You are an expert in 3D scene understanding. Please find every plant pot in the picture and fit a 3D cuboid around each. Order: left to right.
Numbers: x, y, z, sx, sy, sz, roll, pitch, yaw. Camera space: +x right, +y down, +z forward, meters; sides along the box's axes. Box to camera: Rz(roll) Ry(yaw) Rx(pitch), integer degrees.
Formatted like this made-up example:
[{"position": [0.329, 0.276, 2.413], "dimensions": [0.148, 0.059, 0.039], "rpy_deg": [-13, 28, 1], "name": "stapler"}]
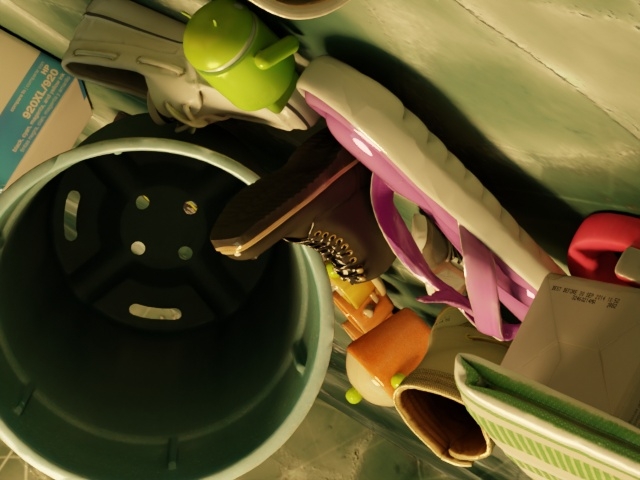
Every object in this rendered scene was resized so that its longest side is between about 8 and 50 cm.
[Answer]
[{"position": [-0.161, 0.028, 1.694], "dimensions": [0.341, 0.341, 0.334], "rpy_deg": [32, -167, -10], "name": "plant pot"}]

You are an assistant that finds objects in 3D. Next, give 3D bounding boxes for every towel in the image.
[{"position": [0.241, 0.187, 1.306], "dimensions": [0.248, 0.038, 0.325], "rpy_deg": [21, 167, 29], "name": "towel"}]

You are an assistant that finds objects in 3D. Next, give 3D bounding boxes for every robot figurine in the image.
[{"position": [-0.066, -0.150, 1.407], "dimensions": [0.101, 0.067, 0.115], "rpy_deg": [18, 163, 45], "name": "robot figurine"}]

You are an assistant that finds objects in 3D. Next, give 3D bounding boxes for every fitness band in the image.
[{"position": [0.330, 0.064, 1.389], "dimensions": [0.291, 0.054, 0.209], "rpy_deg": [26, 171, 25], "name": "fitness band"}]

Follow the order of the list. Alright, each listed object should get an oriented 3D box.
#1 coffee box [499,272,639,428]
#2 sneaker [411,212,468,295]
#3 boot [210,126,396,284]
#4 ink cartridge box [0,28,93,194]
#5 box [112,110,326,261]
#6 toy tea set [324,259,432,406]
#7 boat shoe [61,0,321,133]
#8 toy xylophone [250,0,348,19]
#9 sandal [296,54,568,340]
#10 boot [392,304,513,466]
[{"position": [0.307, 0.153, 1.397], "dimensions": [0.297, 0.119, 0.168], "rpy_deg": [33, 169, -27], "name": "coffee box"}, {"position": [0.129, 0.014, 1.711], "dimensions": [0.065, 0.061, 0.158], "rpy_deg": [-2, 159, 16], "name": "sneaker"}, {"position": [0.000, 0.000, 1.478], "dimensions": [0.077, 0.198, 0.137], "rpy_deg": [2, 121, 44], "name": "boot"}, {"position": [-0.412, -0.159, 2.007], "dimensions": [0.233, 0.168, 0.171], "rpy_deg": [29, 168, 5], "name": "ink cartridge box"}, {"position": [-0.119, -0.038, 2.072], "dimensions": [0.216, 0.060, 0.270], "rpy_deg": [25, 167, 30], "name": "box"}, {"position": [0.059, 0.135, 2.093], "dimensions": [0.200, 0.124, 0.336], "rpy_deg": [47, 175, 19], "name": "toy tea set"}, {"position": [-0.120, -0.140, 1.537], "dimensions": [0.267, 0.088, 0.096], "rpy_deg": [26, 168, 24], "name": "boat shoe"}, {"position": [-0.104, -0.235, 1.058], "dimensions": [0.323, 0.081, 0.236], "rpy_deg": [31, -173, -19], "name": "toy xylophone"}, {"position": [0.103, 0.001, 1.463], "dimensions": [0.416, 0.102, 0.169], "rpy_deg": [44, 177, -30], "name": "sandal"}, {"position": [0.214, 0.187, 1.857], "dimensions": [0.262, 0.095, 0.203], "rpy_deg": [34, -149, 4], "name": "boot"}]
